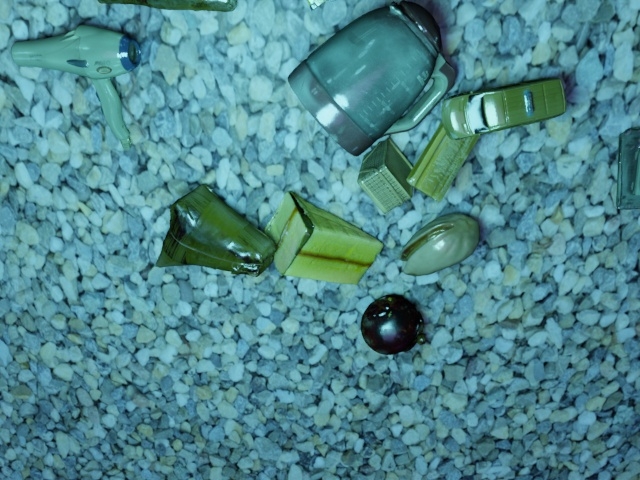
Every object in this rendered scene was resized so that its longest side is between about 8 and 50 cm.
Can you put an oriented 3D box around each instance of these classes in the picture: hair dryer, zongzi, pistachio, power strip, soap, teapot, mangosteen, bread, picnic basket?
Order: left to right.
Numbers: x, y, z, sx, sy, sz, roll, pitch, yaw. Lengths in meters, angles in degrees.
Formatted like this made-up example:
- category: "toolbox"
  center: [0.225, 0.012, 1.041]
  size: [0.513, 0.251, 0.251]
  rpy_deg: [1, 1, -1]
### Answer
- category: "hair dryer"
  center: [-0.570, -0.373, 1.437]
  size: [0.295, 0.119, 0.298]
  rpy_deg: [20, 130, 0]
- category: "zongzi"
  center: [-0.280, 0.044, 1.591]
  size: [0.273, 0.145, 0.300]
  rpy_deg: [38, 126, 5]
- category: "bread"
  center: [0.004, 0.002, 1.614]
  size: [0.263, 0.163, 0.168]
  rpy_deg: [13, 121, -39]
- category: "teapot"
  center: [0.141, -0.347, 1.343]
  size: [0.312, 0.233, 0.315]
  rpy_deg: [-39, 138, 16]
- category: "picnic basket"
  center: [0.156, -0.153, 1.456]
  size: [0.079, 0.164, 0.115]
  rpy_deg: [-31, 112, 28]
- category: "mangosteen"
  center: [0.191, 0.237, 1.660]
  size: [0.172, 0.173, 0.184]
  rpy_deg: [-8, 136, 8]
- category: "pistachio"
  center: [0.301, 0.014, 1.555]
  size: [0.223, 0.126, 0.152]
  rpy_deg: [-30, 147, 18]
- category: "soap"
  center: [0.298, -0.215, 1.422]
  size: [0.092, 0.037, 0.252]
  rpy_deg: [33, 88, -12]
- category: "power strip"
  center: [0.813, -0.166, 1.459]
  size: [0.198, 0.065, 0.213]
  rpy_deg: [-6, 118, 9]

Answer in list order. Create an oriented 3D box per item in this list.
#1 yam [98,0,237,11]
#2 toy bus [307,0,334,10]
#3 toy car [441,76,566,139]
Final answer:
- category: "yam"
  center: [-0.341, -0.540, 1.339]
  size: [0.317, 0.067, 0.071]
  rpy_deg: [4, 90, 2]
- category: "toy bus"
  center: [0.033, -0.566, 1.291]
  size: [0.175, 0.088, 0.101]
  rpy_deg: [-31, 110, 15]
- category: "toy car"
  center: [0.401, -0.291, 1.354]
  size: [0.256, 0.124, 0.101]
  rpy_deg: [-14, 99, -11]
